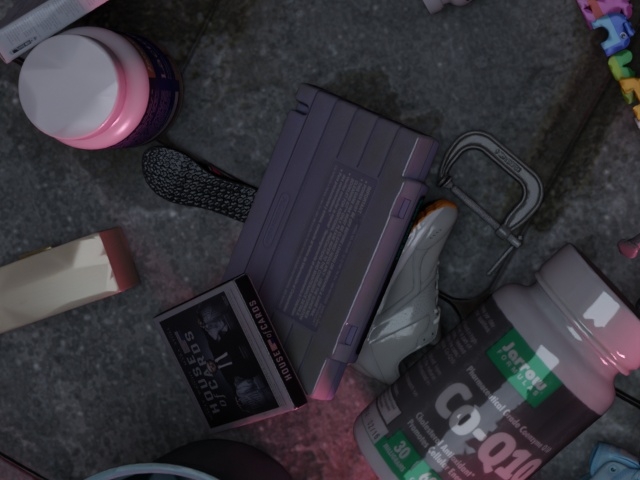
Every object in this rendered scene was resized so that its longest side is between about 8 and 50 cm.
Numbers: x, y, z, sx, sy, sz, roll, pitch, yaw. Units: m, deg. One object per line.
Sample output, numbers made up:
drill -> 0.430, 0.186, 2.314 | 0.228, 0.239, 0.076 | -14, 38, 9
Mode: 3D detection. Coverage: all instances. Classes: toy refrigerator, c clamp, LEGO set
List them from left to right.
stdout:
toy refrigerator -> -0.391, 0.063, 1.936 | 0.270, 0.102, 0.094 | -20, 92, 11
c clamp -> 0.213, -0.057, 1.871 | 0.137, 0.022, 0.160 | -44, 88, 10
LEGO set -> 0.409, -0.224, 1.794 | 0.093, 0.087, 0.227 | -26, 92, 10

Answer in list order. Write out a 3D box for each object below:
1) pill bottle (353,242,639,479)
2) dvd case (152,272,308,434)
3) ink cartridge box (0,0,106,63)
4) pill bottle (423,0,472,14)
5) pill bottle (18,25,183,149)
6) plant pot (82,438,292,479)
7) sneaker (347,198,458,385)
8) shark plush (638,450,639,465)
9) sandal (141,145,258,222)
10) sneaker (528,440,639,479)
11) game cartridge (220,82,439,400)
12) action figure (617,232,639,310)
pill bottle -> 0.233, 0.183, 1.796 | 0.361, 0.204, 0.204 | -44, 87, 10
dvd case -> -0.120, 0.151, 1.858 | 0.239, 0.030, 0.179 | -26, 90, 55
ink cartridge box -> -0.299, -0.323, 1.829 | 0.224, 0.223, 0.045 | -30, 110, 12
pill bottle -> 0.190, -0.349, 1.817 | 0.152, 0.086, 0.086 | -29, 90, 10
pill bottle -> -0.275, -0.190, 1.812 | 0.153, 0.265, 0.153 | 1, 95, 8
plant pot -> -0.160, 0.406, 1.812 | 0.341, 0.334, 0.341 | 1, 96, 9
sneaker -> 0.122, 0.070, 1.869 | 0.121, 0.099, 0.262 | 30, 106, -2
shark plush -> 0.439, 0.217, 1.812 | 0.073, 0.161, 0.067 | 8, 138, -1
sandal -> -0.156, -0.073, 1.924 | 0.179, 0.040, 0.067 | 23, 104, -8
sneaker -> 0.406, 0.322, 1.820 | 0.366, 0.135, 0.150 | -12, 88, 5
game cartridge -> 0.000, 0.000, 1.835 | 0.230, 0.068, 0.355 | 28, 99, 36
action figure -> 0.482, -0.073, 1.744 | 0.341, 0.178, 0.330 | 41, 74, 4
